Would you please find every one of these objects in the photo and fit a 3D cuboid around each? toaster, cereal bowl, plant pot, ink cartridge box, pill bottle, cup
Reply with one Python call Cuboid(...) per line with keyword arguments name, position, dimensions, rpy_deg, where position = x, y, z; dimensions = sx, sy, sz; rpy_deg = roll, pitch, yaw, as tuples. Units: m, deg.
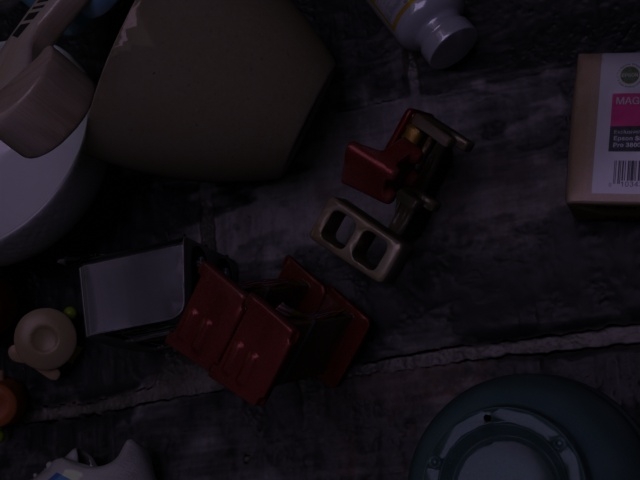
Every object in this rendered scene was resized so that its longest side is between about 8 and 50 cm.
Cuboid(name="toaster", position=(-0.214, 0.072, 1.536), dimensions=(0.186, 0.168, 0.110), rpy_deg=(-12, 73, 17))
Cuboid(name="cereal bowl", position=(-0.435, -0.107, 1.671), dimensions=(0.339, 0.141, 0.339), rpy_deg=(-10, 62, 19))
Cuboid(name="plant pot", position=(0.219, 0.279, 1.297), dimensions=(0.293, 0.196, 0.293), rpy_deg=(-5, 75, 20))
Cuboid(name="ink cartridge box", position=(0.415, -0.121, 1.388), dimensions=(0.235, 0.088, 0.193), rpy_deg=(1, 78, 22))
Cuboid(name="pill bottle", position=(0.123, -0.314, 1.544), dimensions=(0.103, 0.103, 0.184), rpy_deg=(-38, 66, 8))
Cuboid(name="cup", position=(-0.120, -0.205, 1.524), dimensions=(0.237, 0.331, 0.331), rpy_deg=(26, 86, -1))

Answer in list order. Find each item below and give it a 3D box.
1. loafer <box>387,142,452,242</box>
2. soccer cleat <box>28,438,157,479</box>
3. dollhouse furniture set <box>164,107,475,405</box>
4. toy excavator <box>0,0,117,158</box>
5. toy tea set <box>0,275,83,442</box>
Cuboid(name="loafer", position=(0.120, -0.063, 1.508), dimensions=(0.050, 0.056, 0.148), rpy_deg=(22, 77, 28))
Cuboid(name="soccer cleat", position=(-0.359, 0.357, 1.561), dimensions=(0.331, 0.116, 0.143), rpy_deg=(-17, 55, 14))
Cuboid(name="dollhouse furniture set", position=(0.000, 0.000, 1.410), dimensions=(0.152, 0.201, 0.374), rpy_deg=(34, 105, 25))
Cuboid(name="toy excavator", position=(-0.338, -0.338, 1.571), dimensions=(0.433, 0.222, 0.445), rpy_deg=(26, 79, 50))
Cuboid(name="toy tea set", position=(-0.489, 0.198, 1.662), dimensions=(0.200, 0.124, 0.336), rpy_deg=(36, 87, -4))
